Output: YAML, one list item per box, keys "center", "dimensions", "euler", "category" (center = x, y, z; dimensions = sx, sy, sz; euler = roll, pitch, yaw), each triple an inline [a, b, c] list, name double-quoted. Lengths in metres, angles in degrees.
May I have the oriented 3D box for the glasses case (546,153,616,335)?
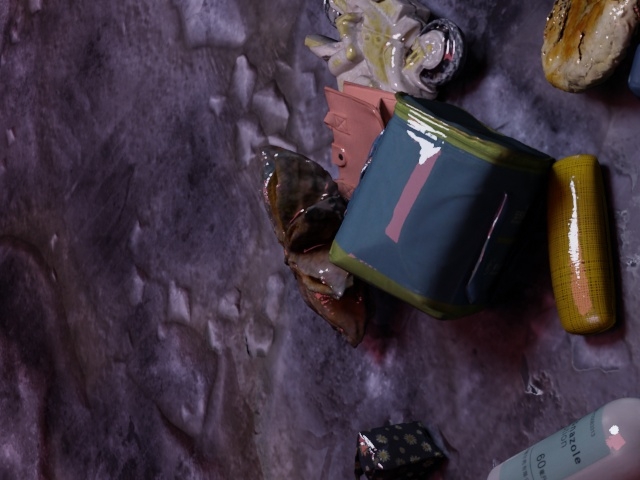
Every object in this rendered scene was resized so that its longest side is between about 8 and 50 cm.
- center: [0.329, 0.005, 1.710]
  dimensions: [0.079, 0.064, 0.234]
  euler: [-15, 69, 38]
  category: "glasses case"

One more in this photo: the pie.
- center: [0.353, -0.305, 1.681]
  dimensions: [0.274, 0.055, 0.274]
  euler: [-162, 90, -80]
  category: "pie"

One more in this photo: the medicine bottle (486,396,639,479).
- center: [0.354, 0.248, 1.590]
  dimensions: [0.352, 0.110, 0.110]
  euler: [-39, 55, 36]
  category: "medicine bottle"

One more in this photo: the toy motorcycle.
- center: [0.087, -0.271, 2.016]
  dimensions: [0.340, 0.107, 0.223]
  euler: [43, 121, 45]
  category: "toy motorcycle"

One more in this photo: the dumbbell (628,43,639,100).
- center: [0.467, -0.301, 1.566]
  dimensions: [0.143, 0.156, 0.316]
  euler: [16, 94, 19]
  category: "dumbbell"

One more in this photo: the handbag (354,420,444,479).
- center: [0.098, 0.331, 1.875]
  dimensions: [0.072, 0.115, 0.139]
  euler: [48, 134, 42]
  category: "handbag"

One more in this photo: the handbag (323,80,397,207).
- center: [0.071, -0.117, 1.961]
  dimensions: [0.157, 0.059, 0.213]
  euler: [24, 130, 49]
  category: "handbag"

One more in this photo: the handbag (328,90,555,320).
- center: [0.163, -0.043, 1.763]
  dimensions: [0.222, 0.263, 0.241]
  euler: [30, 105, 24]
  category: "handbag"

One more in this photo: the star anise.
- center: [-0.001, -0.002, 1.967]
  dimensions: [0.331, 0.117, 0.332]
  euler: [160, 90, -80]
  category: "star anise"
